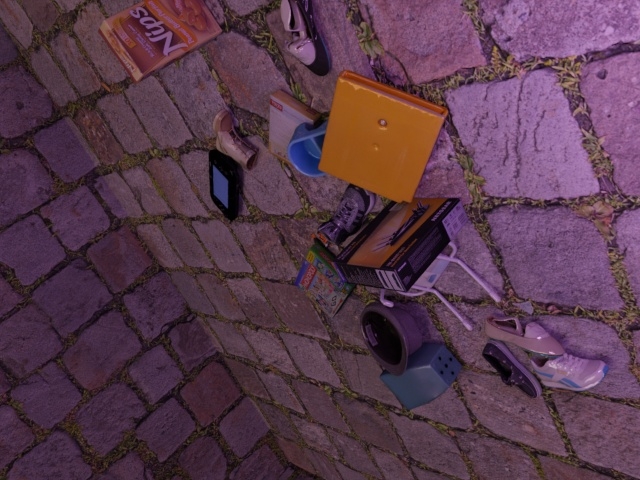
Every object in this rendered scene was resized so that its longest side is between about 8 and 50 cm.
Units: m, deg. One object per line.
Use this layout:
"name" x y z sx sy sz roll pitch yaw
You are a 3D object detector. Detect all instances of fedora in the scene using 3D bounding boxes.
"fedora" 0.258 0.323 2.150 0.275 0.124 0.243 31 130 51

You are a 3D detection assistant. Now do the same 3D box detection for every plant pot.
"plant pot" 0.362 0.457 2.167 0.165 0.165 0.234 48 143 -3

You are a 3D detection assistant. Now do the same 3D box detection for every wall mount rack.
"wall mount rack" 0.352 0.141 1.869 0.304 0.130 0.350 13 147 -4

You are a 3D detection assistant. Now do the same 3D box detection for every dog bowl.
"dog bowl" 0.021 -0.270 1.820 0.297 0.074 0.166 -9 126 44

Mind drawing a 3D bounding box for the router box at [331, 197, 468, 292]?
"router box" 0.216 0.002 1.695 0.243 0.309 0.081 4 131 50

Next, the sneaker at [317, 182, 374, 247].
"sneaker" 0.076 -0.074 1.942 0.101 0.153 0.268 39 148 16

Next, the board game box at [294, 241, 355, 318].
"board game box" 0.016 0.159 2.376 0.213 0.046 0.317 42 151 10

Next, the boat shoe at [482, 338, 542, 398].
"boat shoe" 0.580 0.406 1.907 0.228 0.076 0.080 51 150 -3

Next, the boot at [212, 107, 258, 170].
"boot" -0.295 -0.350 2.186 0.165 0.077 0.213 39 153 18

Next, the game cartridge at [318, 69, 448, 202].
"game cartridge" 0.152 -0.261 1.642 0.286 0.052 0.323 23 141 7

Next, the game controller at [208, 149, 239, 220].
"game controller" -0.383 -0.216 2.458 0.166 0.067 0.319 38 147 18

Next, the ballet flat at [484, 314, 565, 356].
"ballet flat" 0.571 0.262 1.765 0.249 0.086 0.086 11 133 48

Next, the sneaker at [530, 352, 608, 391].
"sneaker" 0.677 0.351 1.711 0.092 0.087 0.229 51 149 -11

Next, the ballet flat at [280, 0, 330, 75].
"ballet flat" -0.056 -0.548 1.635 0.095 0.096 0.280 17 137 42

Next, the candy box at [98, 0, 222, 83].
"candy box" -0.474 -0.627 1.867 0.182 0.316 0.088 56 149 -12

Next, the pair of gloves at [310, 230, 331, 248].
"pair of gloves" 0.000 0.000 2.262 0.074 0.010 0.083 52 150 -6

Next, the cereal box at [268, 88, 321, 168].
"cereal box" -0.084 -0.335 1.958 0.173 0.047 0.240 35 146 19
